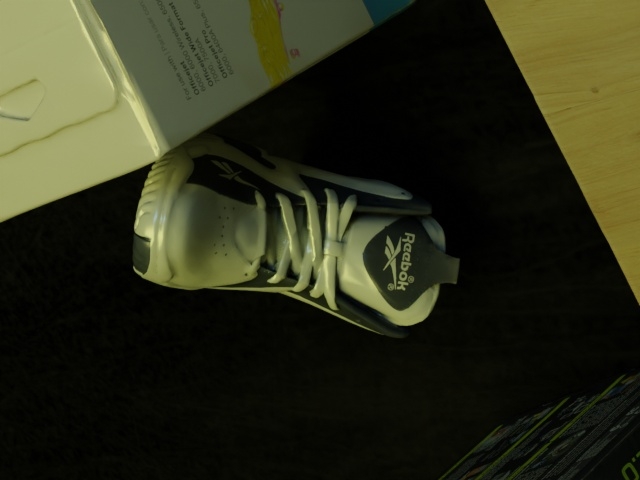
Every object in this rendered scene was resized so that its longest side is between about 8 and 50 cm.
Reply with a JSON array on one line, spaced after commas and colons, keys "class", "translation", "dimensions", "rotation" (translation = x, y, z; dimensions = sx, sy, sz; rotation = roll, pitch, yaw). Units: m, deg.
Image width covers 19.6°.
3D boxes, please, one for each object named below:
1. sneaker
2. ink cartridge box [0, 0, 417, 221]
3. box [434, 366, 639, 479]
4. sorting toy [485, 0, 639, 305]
[{"class": "sneaker", "translation": [0.000, 0.000, 1.091], "dimensions": [0.153, 0.235, 0.094], "rotation": [13, 88, 23]}, {"class": "ink cartridge box", "translation": [-0.100, -0.145, 1.057], "dimensions": [0.171, 0.232, 0.168], "rotation": [-18, 103, 47]}, {"class": "box", "translation": [0.110, 0.163, 1.042], "dimensions": [0.216, 0.270, 0.060], "rotation": [-31, 92, 48]}, {"class": "sorting toy", "translation": [0.230, -0.084, 0.774], "dimensions": [0.257, 0.089, 0.255], "rotation": [-14, 132, 23]}]
